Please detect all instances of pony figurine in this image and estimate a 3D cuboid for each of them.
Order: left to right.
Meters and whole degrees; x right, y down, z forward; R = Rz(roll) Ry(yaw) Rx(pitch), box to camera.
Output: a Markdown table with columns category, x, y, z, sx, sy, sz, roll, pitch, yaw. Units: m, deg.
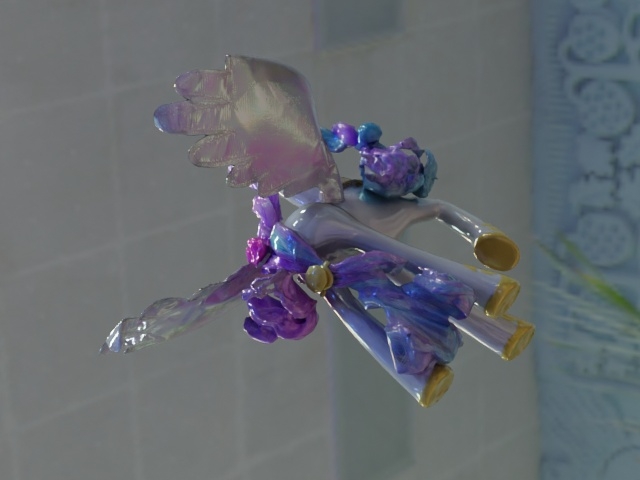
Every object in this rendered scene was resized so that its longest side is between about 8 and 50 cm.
| category | x | y | z | sx | sy | sz | roll | pitch | yaw |
| --- | --- | --- | --- | --- | --- | --- | --- | --- | --- |
| pony figurine | 0.000 | 0.000 | 1.291 | 0.351 | 0.363 | 0.303 | -18 | -43 | -58 |
